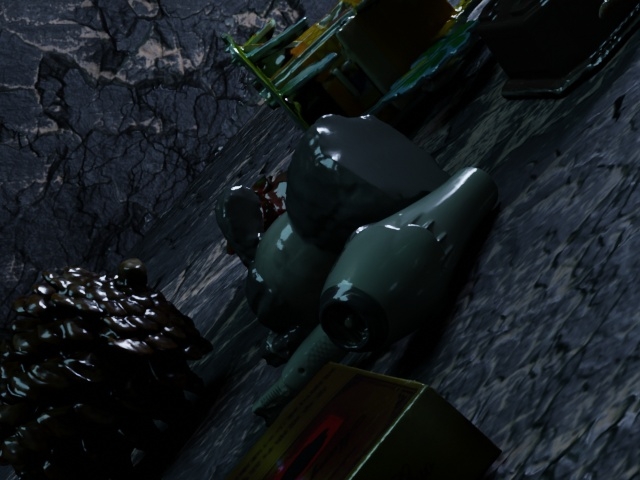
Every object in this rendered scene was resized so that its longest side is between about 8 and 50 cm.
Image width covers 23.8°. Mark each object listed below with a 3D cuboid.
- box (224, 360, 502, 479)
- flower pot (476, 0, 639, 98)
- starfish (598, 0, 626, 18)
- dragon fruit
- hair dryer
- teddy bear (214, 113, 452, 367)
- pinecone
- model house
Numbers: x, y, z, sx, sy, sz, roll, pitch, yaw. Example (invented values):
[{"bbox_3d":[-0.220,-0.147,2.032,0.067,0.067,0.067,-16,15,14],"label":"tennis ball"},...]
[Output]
[{"bbox_3d":[0.006,0.159,0.959,0.159,0.071,0.240,-47,9,-9],"label":"box"},{"bbox_3d":[0.232,-0.227,1.450,0.179,0.084,0.251,-47,10,-3],"label":"flower pot"},{"bbox_3d":[0.321,-0.225,1.169,0.238,0.057,0.213,-30,12,47],"label":"starfish"},{"bbox_3d":[-0.043,-0.022,1.699,0.142,0.121,0.130,-32,49,-14],"label":"dragon fruit"},{"bbox_3d":[0.051,0.037,1.263,0.229,0.092,0.267,-44,-2,-29],"label":"hair dryer"},{"bbox_3d":[-0.001,-0.018,1.410,0.251,0.171,0.144,-47,-12,36],"label":"teddy bear"},{"bbox_3d":[-0.234,0.148,1.583,0.224,0.224,0.272,-126,60,-80],"label":"pinecone"},{"bbox_3d":[0.061,-0.248,1.818,0.313,0.242,0.357,-44,9,4],"label":"model house"}]
